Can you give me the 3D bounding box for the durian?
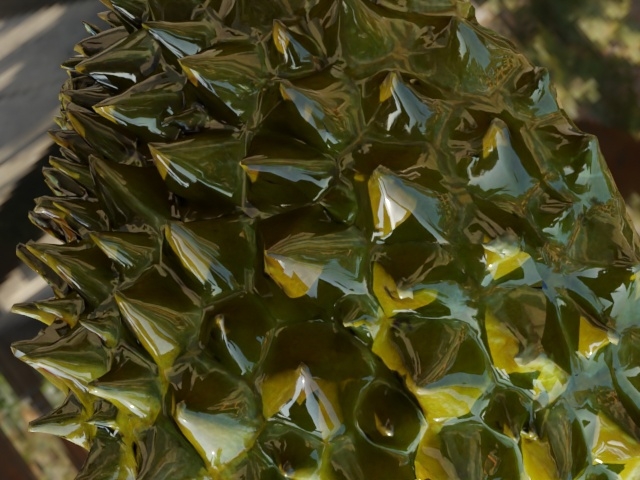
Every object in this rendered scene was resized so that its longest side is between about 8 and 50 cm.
[{"bbox_3d":[0.000,0.000,0.467,0.172,0.306,0.166,-54,146,8],"label":"durian"}]
